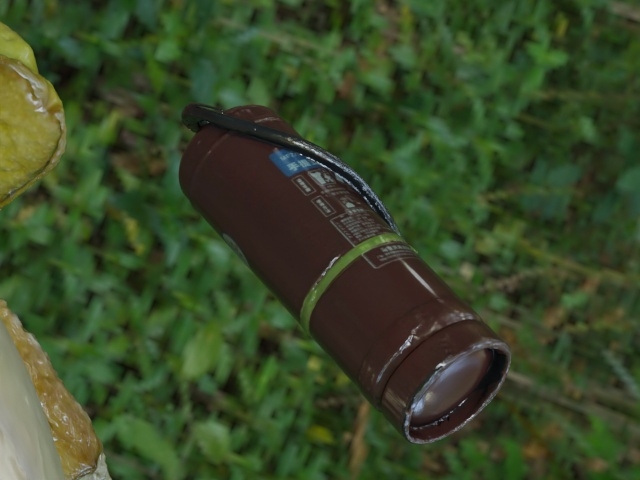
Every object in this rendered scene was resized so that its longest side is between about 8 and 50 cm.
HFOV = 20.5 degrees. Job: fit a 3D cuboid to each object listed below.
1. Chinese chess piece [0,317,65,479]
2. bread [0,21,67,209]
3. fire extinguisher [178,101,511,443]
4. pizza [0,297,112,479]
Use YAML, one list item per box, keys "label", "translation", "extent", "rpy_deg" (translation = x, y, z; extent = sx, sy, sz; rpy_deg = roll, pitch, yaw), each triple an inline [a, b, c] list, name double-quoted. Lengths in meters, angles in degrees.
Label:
- label: "Chinese chess piece"
  translation: [-0.176, 0.080, 0.311]
  extent: [0.270, 0.112, 0.270]
  rpy_deg: [-12, 114, -28]
- label: "bread"
  translation: [-0.213, -0.079, 0.718]
  extent: [0.161, 0.233, 0.088]
  rpy_deg: [-46, -168, 29]
- label: "fire extinguisher"
  translation: [0.000, 0.000, 1.277]
  extent: [0.105, 0.341, 0.141]
  rpy_deg: [-43, 148, 1]
- label: "pizza"
  translation: [-0.198, 0.005, 0.583]
  extent: [0.365, 0.074, 0.182]
  rpy_deg: [44, 25, -36]
